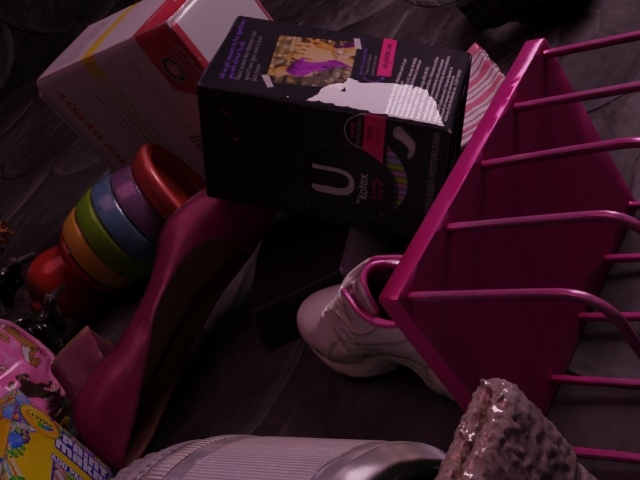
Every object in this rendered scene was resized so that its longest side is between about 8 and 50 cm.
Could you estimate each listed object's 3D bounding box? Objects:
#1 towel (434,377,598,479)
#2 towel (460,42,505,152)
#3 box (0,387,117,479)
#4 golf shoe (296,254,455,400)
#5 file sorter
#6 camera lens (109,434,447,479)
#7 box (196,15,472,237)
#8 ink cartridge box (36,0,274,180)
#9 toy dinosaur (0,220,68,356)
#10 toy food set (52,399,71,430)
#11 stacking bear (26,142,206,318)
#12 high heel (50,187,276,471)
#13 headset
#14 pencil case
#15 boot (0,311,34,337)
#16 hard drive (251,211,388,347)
[{"bbox_3d":[0.106,0.238,0.590,0.049,0.187,0.282,-15,37,48],"label":"towel"},{"bbox_3d":[0.167,-0.168,1.295,0.144,0.029,0.197,-35,27,12],"label":"towel"},{"bbox_3d":[-0.363,0.353,1.028,0.290,0.177,0.279,-36,27,10],"label":"box"},{"bbox_3d":[0.061,0.060,0.970,0.306,0.140,0.115,2,50,55],"label":"golf shoe"},{"bbox_3d":[0.222,0.001,0.787,0.182,0.202,0.290,-4,44,45],"label":"file sorter"},{"bbox_3d":[-0.019,0.244,0.703,0.274,0.219,0.219,-9,41,46],"label":"camera lens"},{"bbox_3d":[0.016,-0.124,1.140,0.271,0.165,0.143,11,46,11],"label":"box"},{"bbox_3d":[-0.216,-0.227,1.596,0.385,0.279,0.160,-8,41,47],"label":"ink cartridge box"},{"bbox_3d":[-0.459,0.114,1.379,0.322,0.164,0.218,-35,-11,38],"label":"toy dinosaur"},{"bbox_3d":[-0.370,0.270,1.326,0.192,0.038,0.132,-29,22,44],"label":"toy food set"},{"bbox_3d":[-0.304,0.007,1.509,0.289,0.164,0.175,-39,26,14],"label":"stacking bear"},{"bbox_3d":[-0.144,0.089,1.208,0.377,0.127,0.181,-49,52,5],"label":"high heel"},{"bbox_3d":[0.299,-0.406,1.312,0.243,0.185,0.394,-51,17,-19],"label":"headset"},{"bbox_3d":[-0.498,0.260,1.317,0.386,0.167,0.160,-39,47,22],"label":"pencil case"},{"bbox_3d":[-0.493,0.205,1.554,0.247,0.083,0.161,-17,47,38],"label":"boot"},{"bbox_3d":[0.000,0.000,1.228,0.172,0.054,0.254,-26,30,26],"label":"hard drive"}]
